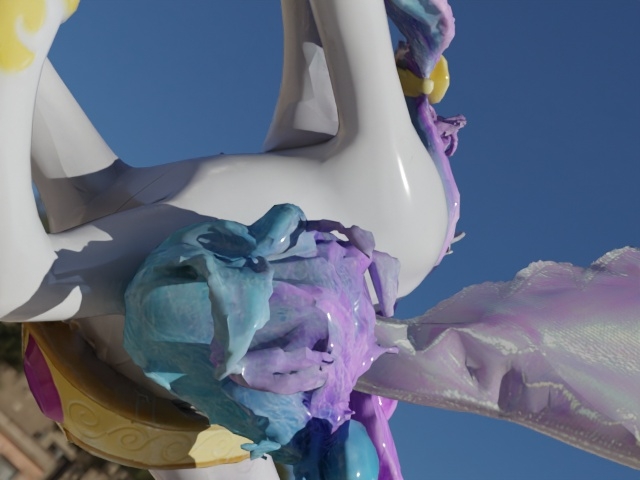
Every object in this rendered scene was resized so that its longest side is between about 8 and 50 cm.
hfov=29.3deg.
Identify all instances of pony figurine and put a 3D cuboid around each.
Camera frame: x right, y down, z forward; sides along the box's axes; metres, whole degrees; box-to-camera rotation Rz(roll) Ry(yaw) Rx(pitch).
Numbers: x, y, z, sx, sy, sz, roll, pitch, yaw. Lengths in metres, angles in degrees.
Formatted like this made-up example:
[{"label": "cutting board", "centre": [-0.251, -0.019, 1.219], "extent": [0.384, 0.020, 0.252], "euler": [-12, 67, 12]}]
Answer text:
[{"label": "pony figurine", "centre": [0.000, 0.000, 0.447], "extent": [0.302, 0.351, 0.364], "euler": [2, -68, 47]}]
